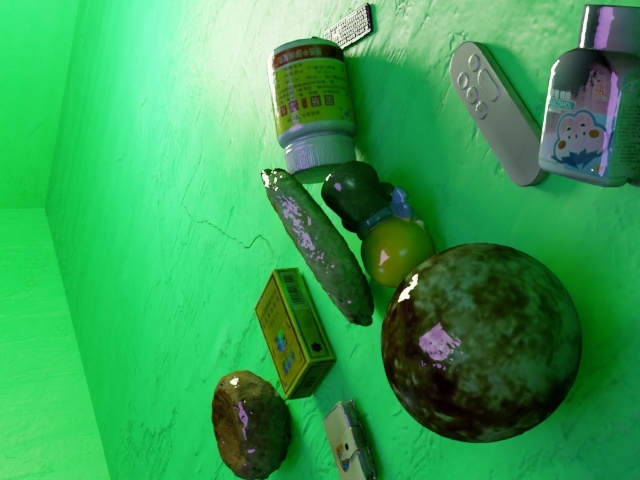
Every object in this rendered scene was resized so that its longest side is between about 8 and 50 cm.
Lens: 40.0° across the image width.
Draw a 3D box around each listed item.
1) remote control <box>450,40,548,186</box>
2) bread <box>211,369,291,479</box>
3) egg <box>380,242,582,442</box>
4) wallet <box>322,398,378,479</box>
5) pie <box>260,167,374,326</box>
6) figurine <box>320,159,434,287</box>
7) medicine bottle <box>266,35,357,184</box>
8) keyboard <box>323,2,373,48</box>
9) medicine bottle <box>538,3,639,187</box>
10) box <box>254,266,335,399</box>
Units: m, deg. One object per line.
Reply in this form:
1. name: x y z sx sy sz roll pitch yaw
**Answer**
1. remote control: 0.239 -0.174 1.181 0.245 0.022 0.077 67 148 32
2. bread: -0.143 0.386 1.840 0.230 0.123 0.230 25 120 55
3. egg: 0.188 0.133 1.085 0.289 0.238 0.238 114 142 -54
4. wallet: 0.055 0.369 1.562 0.110 0.039 0.155 -58 44 51
5. pie: 0.000 0.000 1.412 0.323 0.070 0.323 57 -178 -3
6. figurine: 0.101 -0.009 1.370 0.234 0.127 0.185 46 179 10
7. medicine bottle: -0.012 -0.221 1.511 0.139 0.139 0.225 -26 70 59
8. keyboard: 0.046 -0.362 1.524 0.155 0.010 0.053 -15 81 61
9. medicine bottle: 0.316 -0.160 0.963 0.119 0.094 0.188 29 118 59
10. box: -0.055 0.181 1.715 0.141 0.064 0.220 -62 40 44
